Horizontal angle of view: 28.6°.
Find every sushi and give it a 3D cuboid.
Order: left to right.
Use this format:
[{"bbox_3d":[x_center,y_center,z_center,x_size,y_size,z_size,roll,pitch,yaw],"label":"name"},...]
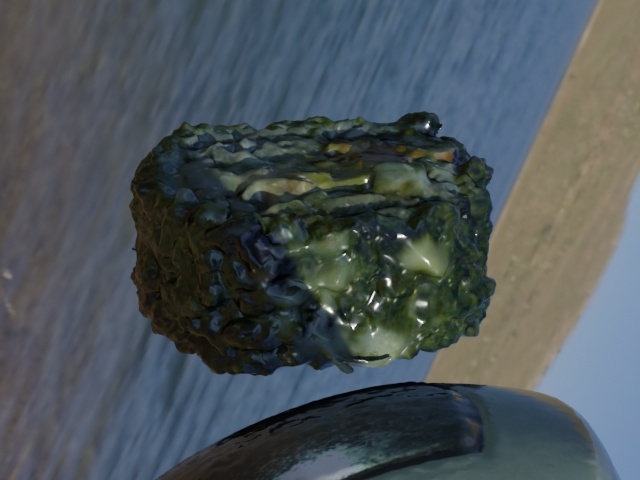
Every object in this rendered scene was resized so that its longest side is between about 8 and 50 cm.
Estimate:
[{"bbox_3d":[0.000,0.000,1.181,0.294,0.352,0.178,-135,-136,-58],"label":"sushi"}]

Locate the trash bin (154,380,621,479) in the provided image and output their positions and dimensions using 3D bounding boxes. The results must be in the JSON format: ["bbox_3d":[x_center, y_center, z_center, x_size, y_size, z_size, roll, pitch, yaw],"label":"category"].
[{"bbox_3d":[0.068,0.258,0.446,0.280,0.432,0.280,-37,-170,7],"label":"trash bin"}]
